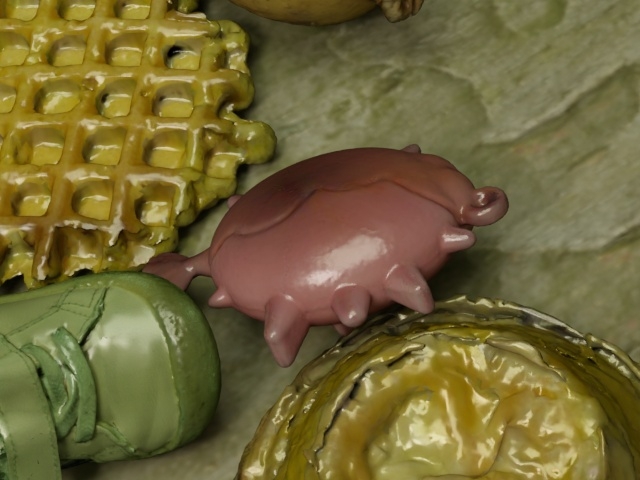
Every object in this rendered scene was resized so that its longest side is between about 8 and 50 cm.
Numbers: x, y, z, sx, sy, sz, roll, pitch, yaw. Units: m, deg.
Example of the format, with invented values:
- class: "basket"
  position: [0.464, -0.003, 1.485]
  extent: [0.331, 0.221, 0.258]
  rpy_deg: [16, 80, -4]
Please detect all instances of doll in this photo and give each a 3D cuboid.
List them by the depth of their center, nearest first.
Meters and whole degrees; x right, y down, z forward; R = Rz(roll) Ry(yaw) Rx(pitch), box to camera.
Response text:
- class: "doll"
  position: [0.000, 0.000, 1.122]
  extent: [0.262, 0.093, 0.211]
  rpy_deg: [-17, 32, 11]

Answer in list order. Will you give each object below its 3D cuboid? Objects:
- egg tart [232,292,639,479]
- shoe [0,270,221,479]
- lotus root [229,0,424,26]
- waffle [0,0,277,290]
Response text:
- class: "egg tart"
  position: [0.085, 0.156, 1.021]
  extent: [0.315, 0.120, 0.315]
  rpy_deg: [-5, 58, 8]
- class: "shoe"
  position: [-0.196, 0.109, 1.093]
  extent: [0.262, 0.140, 0.128]
  rpy_deg: [-2, 30, 15]
- class: "lotus root"
  position: [-0.040, -0.246, 1.268]
  extent: [0.303, 0.130, 0.146]
  rpy_deg: [35, 49, 27]
- class: "waffle"
  position: [-0.197, -0.102, 1.257]
  extent: [0.307, 0.060, 0.312]
  rpy_deg: [-26, 59, -8]
